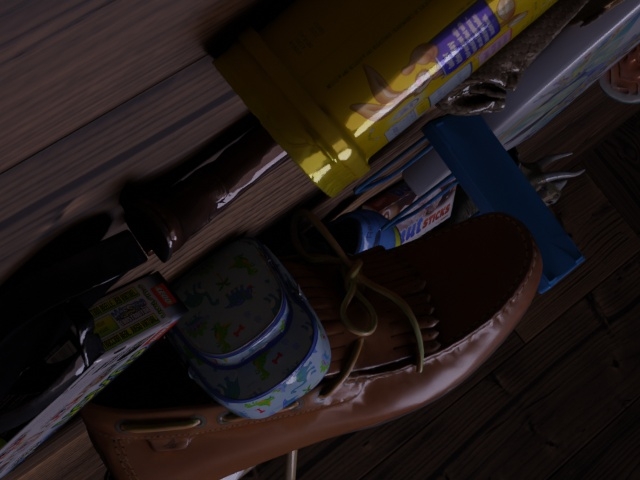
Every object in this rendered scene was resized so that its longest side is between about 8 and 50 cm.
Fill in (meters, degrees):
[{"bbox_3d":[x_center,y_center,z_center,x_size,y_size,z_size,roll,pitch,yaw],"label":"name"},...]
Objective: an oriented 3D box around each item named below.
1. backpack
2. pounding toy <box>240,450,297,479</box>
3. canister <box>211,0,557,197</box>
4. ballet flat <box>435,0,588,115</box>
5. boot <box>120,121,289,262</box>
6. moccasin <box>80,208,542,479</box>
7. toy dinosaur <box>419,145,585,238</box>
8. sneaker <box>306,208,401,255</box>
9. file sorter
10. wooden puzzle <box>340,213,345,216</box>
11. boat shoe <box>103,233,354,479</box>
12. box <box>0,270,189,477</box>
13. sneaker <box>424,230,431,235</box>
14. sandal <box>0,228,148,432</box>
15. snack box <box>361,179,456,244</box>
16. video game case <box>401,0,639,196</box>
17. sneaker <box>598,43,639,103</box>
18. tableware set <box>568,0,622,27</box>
[{"bbox_3d":[-0.055,0.065,1.257,0.105,0.114,0.084,-36,155,-5],"label":"backpack"},{"bbox_3d":[-0.101,0.221,1.879,0.206,0.181,0.094,-40,174,14],"label":"pounding toy"},{"bbox_3d":[0.044,-0.101,0.763,0.170,0.073,0.126,-40,175,3],"label":"canister"},{"bbox_3d":[0.173,-0.164,1.155,0.250,0.058,0.084,-38,175,-8],"label":"ballet flat"},{"bbox_3d":[-0.046,-0.035,0.895,0.114,0.037,0.106,-34,-173,-8],"label":"boot"},{"bbox_3d":[-0.007,0.070,1.360,0.380,0.139,0.147,-19,138,-1],"label":"moccasin"},{"bbox_3d":[0.156,-0.038,1.951,0.160,0.121,0.313,-55,163,28],"label":"toy dinosaur"},{"bbox_3d":[-0.024,0.041,1.570,0.209,0.069,0.082,-38,158,19],"label":"sneaker"},{"bbox_3d":[0.128,-0.013,1.519,0.104,0.170,0.118,-38,175,26],"label":"file sorter"},{"bbox_3d":[0.000,0.000,1.642,0.049,0.006,0.083,-37,174,-15],"label":"wooden puzzle"},{"bbox_3d":[-0.093,0.118,1.506,0.335,0.119,0.121,-47,-150,12],"label":"boat shoe"},{"bbox_3d":[-0.187,0.105,1.141,0.207,0.036,0.114,-41,174,29],"label":"box"},{"bbox_3d":[0.108,0.027,2.243,0.071,0.066,0.188,-32,171,-43],"label":"sneaker"},{"bbox_3d":[-0.164,0.074,0.937,0.254,0.054,0.097,-43,173,38],"label":"sandal"},{"bbox_3d":[0.087,-0.029,1.733,0.178,0.022,0.064,-31,137,-54],"label":"snack box"},{"bbox_3d":[0.253,-0.179,1.665,0.329,0.036,0.300,-41,174,30],"label":"video game case"},{"bbox_3d":[0.439,-0.255,1.935,0.302,0.108,0.121,-31,177,11],"label":"sneaker"},{"bbox_3d":[0.161,-0.149,1.268,0.141,0.020,0.168,-35,-174,-9],"label":"tableware set"}]
